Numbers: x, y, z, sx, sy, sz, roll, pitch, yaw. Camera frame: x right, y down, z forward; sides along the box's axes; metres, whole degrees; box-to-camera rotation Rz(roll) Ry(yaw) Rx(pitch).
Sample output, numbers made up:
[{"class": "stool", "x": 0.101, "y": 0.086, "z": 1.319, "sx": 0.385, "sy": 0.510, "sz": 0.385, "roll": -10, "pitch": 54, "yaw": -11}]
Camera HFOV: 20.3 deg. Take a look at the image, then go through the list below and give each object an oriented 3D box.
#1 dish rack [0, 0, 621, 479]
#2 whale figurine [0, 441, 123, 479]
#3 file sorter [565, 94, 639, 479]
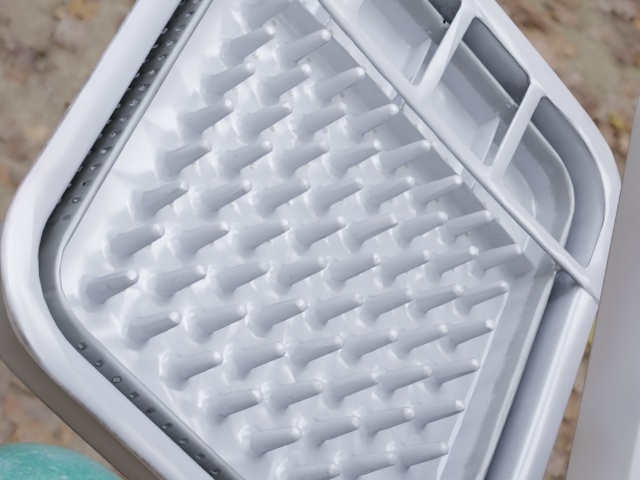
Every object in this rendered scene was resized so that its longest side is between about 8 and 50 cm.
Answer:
[{"class": "dish rack", "x": 0.000, "y": 0.000, "z": 0.784, "sx": 0.285, "sy": 0.072, "sz": 0.333, "roll": 47, "pitch": 46, "yaw": -24}, {"class": "whale figurine", "x": -0.195, "y": 0.228, "z": 0.993, "sx": 0.272, "sy": 0.141, "sz": 0.216, "roll": -39, "pitch": 99, "yaw": -36}, {"class": "file sorter", "x": 0.178, "y": 0.111, "z": 0.474, "sx": 0.173, "sy": 0.278, "sz": 0.193, "roll": 16, "pitch": 14, "yaw": 36}]
